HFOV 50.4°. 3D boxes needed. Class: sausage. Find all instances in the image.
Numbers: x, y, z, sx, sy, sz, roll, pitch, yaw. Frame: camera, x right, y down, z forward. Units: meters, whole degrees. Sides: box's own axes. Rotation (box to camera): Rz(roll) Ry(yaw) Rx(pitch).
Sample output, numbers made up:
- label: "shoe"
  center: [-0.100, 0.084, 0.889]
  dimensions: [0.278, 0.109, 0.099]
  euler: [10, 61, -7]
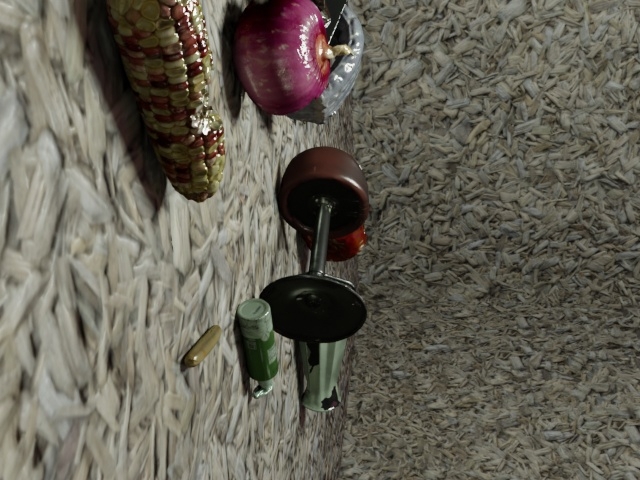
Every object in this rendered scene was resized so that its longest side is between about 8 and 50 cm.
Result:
- label: "sausage"
  center: [-0.167, 0.152, 0.974]
  dimensions: [0.132, 0.024, 0.024]
  euler: [-62, 151, -76]

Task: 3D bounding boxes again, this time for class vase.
- label: "vase"
  center: [0.005, 0.289, 1.861]
  dimensions: [0.165, 0.165, 0.360]
  euler: [-72, 165, -67]

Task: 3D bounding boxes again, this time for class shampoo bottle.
- label: "shampoo bottle"
  center: [-0.113, 0.205, 1.256]
  dimensions: [0.065, 0.065, 0.204]
  euler: [-79, 167, -54]

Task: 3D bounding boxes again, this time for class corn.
- label: "corn"
  center: [-0.157, -0.162, 0.751]
  dimensions: [0.289, 0.098, 0.098]
  euler: [82, 11, -47]

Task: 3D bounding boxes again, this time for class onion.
- label: "onion"
  center: [-0.070, -0.335, 1.176]
  dimensions: [0.207, 0.201, 0.200]
  euler: [-52, 159, -18]

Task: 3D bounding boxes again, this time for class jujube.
- label: "jujube"
  center: [0.037, -0.066, 1.898]
  dimensions: [0.213, 0.213, 0.232]
  euler: [81, 17, -52]

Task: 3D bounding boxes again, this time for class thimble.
- label: "thimble"
  center: [-0.015, -0.369, 1.408]
  dimensions: [0.172, 0.205, 0.236]
  euler: [86, 4, -73]

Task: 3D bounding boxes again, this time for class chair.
- label: "chair"
  center: [0.000, 0.000, 1.497]
  dimensions: [0.226, 0.227, 0.401]
  euler: [82, 11, -48]

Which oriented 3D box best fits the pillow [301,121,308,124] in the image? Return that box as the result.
- label: "pillow"
  center: [-0.032, -0.431, 1.791]
  dimensions: [0.126, 0.043, 0.232]
  euler: [128, -32, -60]

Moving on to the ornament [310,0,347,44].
- label: "ornament"
  center: [-0.009, -0.467, 1.226]
  dimensions: [0.196, 0.166, 0.153]
  euler: [-25, -138, 67]
